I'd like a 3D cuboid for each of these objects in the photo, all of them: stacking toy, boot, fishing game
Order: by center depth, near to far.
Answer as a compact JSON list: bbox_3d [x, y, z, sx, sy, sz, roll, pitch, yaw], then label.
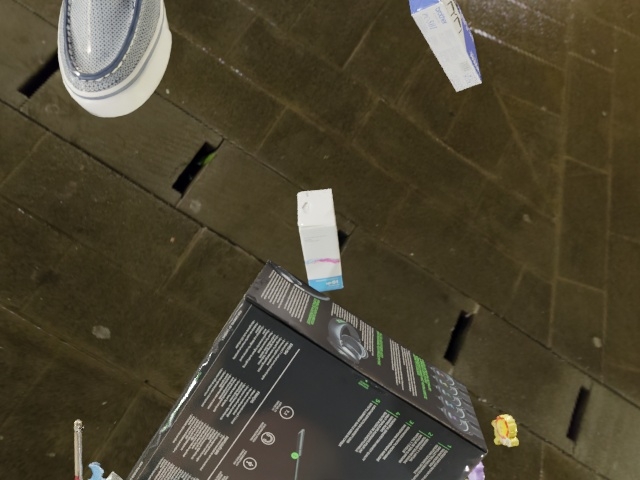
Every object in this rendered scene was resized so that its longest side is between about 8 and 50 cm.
[{"bbox_3d":[-0.130,-0.170,0.295,0.069,0.086,0.189,-7,69,6],"label":"boot"},{"bbox_3d":[-0.206,0.317,0.540,0.041,0.189,0.264,-11,36,-37],"label":"fishing game"},{"bbox_3d":[0.258,0.413,0.857,0.167,0.052,0.221,-2,80,-20],"label":"stacking toy"}]

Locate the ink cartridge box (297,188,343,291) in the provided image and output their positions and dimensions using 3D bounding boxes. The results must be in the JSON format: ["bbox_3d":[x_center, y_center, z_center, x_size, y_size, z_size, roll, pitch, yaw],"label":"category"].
[{"bbox_3d":[0.000,0.000,0.748,0.052,0.122,0.088,-8,40,2],"label":"ink cartridge box"}]

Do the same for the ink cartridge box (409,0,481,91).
[{"bbox_3d":[0.189,-0.323,0.785,0.207,0.046,0.097,27,54,-55],"label":"ink cartridge box"}]

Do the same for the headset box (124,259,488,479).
[{"bbox_3d":[-0.008,0.205,0.543,0.283,0.131,0.246,32,104,-3],"label":"headset box"}]
